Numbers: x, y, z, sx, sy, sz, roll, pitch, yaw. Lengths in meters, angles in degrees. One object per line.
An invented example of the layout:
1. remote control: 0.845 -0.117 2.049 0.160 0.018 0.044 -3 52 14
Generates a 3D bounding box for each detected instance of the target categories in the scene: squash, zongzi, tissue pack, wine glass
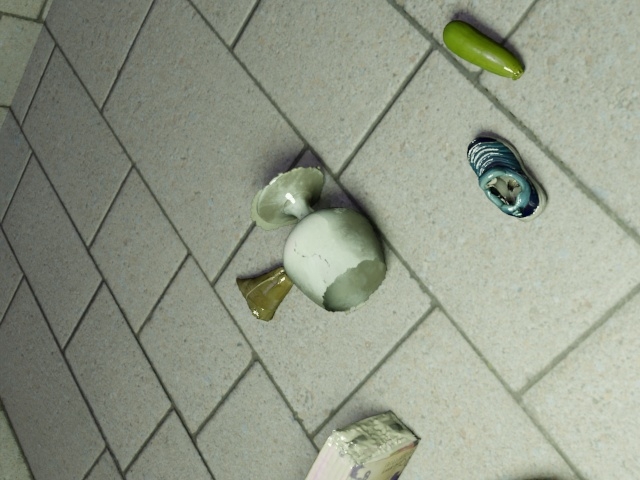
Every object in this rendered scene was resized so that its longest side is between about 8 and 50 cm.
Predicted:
1. squash: 0.330 -0.386 1.422 0.201 0.066 0.066 41 117 25
2. zongzi: -0.146 0.092 1.839 0.189 0.081 0.178 -56 48 20
3. tissue pack: 0.059 0.558 1.565 0.125 0.242 0.344 41 116 33
4. wine glass: 0.000 0.000 1.612 0.238 0.238 0.323 -54 51 28

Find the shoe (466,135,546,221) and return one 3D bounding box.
1. shoe: 0.357 -0.127 1.379 0.091 0.106 0.207 -48 57 29
